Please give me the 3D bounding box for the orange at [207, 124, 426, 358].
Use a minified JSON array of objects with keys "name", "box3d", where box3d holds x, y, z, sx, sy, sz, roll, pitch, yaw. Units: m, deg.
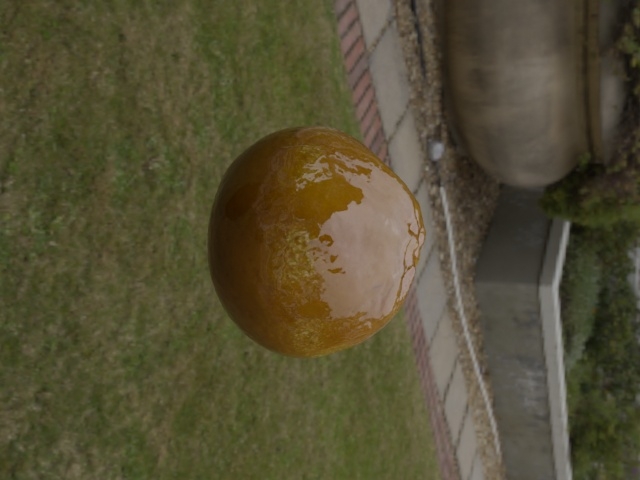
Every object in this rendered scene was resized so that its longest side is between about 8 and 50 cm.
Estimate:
[{"name":"orange","box3d":[0.000,0.000,0.534,0.159,0.136,0.158,4,90,-72]}]
